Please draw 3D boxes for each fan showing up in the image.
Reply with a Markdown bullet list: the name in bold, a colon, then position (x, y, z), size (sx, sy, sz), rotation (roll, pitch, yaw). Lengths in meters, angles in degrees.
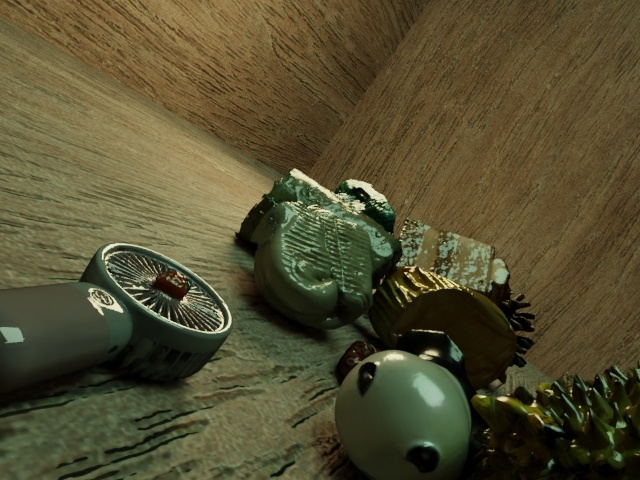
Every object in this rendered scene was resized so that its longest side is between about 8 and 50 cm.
- **fan**: position (-0.156, 0.057, 0.380), size (0.130, 0.074, 0.244), rotation (38, 8, 12)

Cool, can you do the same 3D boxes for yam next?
- **yam**: position (0.000, 0.000, 1.007), size (0.300, 0.195, 0.195), rotation (35, 7, 6)

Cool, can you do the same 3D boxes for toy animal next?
- **toy animal**: position (0.086, 0.175, 0.521), size (0.166, 0.138, 0.179), rotation (48, 21, 30)

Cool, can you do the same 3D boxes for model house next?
- **model house**: position (0.007, -0.026, 1.232), size (0.241, 0.225, 0.261), rotation (-2, 23, -25)

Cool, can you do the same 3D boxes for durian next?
- **durian**: position (0.230, 0.217, 0.372), size (0.258, 0.258, 0.292), rotation (-126, -157, -67)

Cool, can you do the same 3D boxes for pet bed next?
- **pet bed**: position (0.110, 0.210, 0.704), size (0.201, 0.053, 0.201), rotation (30, 3, -2)

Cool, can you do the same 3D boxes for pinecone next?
- **pinecone**: position (0.441, 0.233, 1.337), size (0.264, 0.264, 0.264), rotation (35, 7, -5)

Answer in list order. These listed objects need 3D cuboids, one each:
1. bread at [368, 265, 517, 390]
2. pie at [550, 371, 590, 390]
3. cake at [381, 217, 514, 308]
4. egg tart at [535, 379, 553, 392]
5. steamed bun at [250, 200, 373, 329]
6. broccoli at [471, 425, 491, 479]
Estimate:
- **bread**: position (0.235, 0.161, 0.999), size (0.288, 0.204, 0.156), rotation (27, 17, -23)
- **pie**: position (0.650, 0.485, 0.999), size (0.395, 0.180, 0.418), rotation (30, 17, -36)
- **cake**: position (0.296, 0.102, 1.194), size (0.293, 0.198, 0.196), rotation (16, 41, 9)
- **egg tart**: position (0.725, 0.515, 1.451), size (0.279, 0.095, 0.279), rotation (30, 11, -7)
- **steamed bun**: position (-0.025, 0.045, 0.813), size (0.211, 0.144, 0.218), rotation (22, 44, -32)
- **broccoli**: position (0.260, 0.278, 0.633), size (0.160, 0.167, 0.154), rotation (38, 32, 14)
